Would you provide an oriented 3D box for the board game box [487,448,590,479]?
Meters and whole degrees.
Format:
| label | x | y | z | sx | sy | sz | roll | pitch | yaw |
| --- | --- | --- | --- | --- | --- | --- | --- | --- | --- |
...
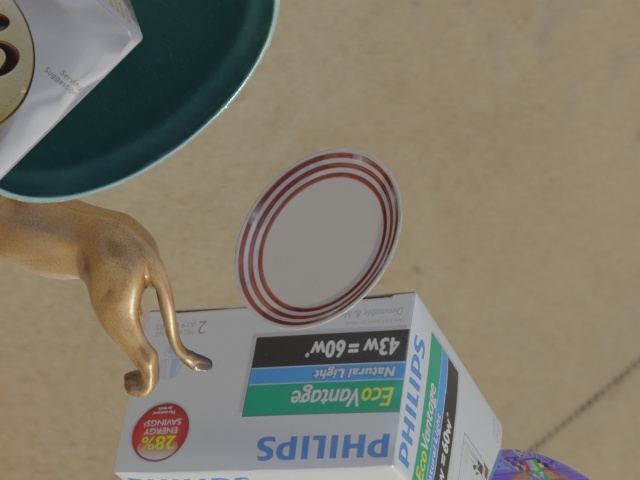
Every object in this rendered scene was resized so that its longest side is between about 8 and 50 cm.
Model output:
| label | x | y | z | sx | sy | sz | roll | pitch | yaw |
| --- | --- | --- | --- | --- | --- | --- | --- | --- | --- |
| board game box | 0.189 | 0.212 | 1.250 | 0.033 | 0.133 | 0.169 | -62 | 176 | 32 |

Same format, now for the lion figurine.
| label | x | y | z | sx | sy | sz | roll | pitch | yaw |
| --- | --- | --- | --- | --- | --- | --- | --- | --- | --- |
| lion figurine | -0.281 | 0.000 | 1.707 | 0.142 | 0.392 | 0.240 | -71 | 178 | -49 |

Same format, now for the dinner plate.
| label | x | y | z | sx | sy | sz | roll | pitch | yaw |
| --- | --- | --- | --- | --- | --- | --- | --- | --- | --- |
| dinner plate | 0.000 | 0.000 | 1.168 | 0.017 | 0.141 | 0.141 | 38 | 71 | -45 |

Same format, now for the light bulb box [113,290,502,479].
| label | x | y | z | sx | sy | sz | roll | pitch | yaw |
| --- | --- | --- | --- | --- | --- | --- | --- | --- | --- |
| light bulb box | -0.002 | 0.251 | 2.000 | 0.361 | 0.357 | 0.225 | 56 | 36 | -51 |

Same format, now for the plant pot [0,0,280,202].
| label | x | y | z | sx | sy | sz | roll | pitch | yaw |
| --- | --- | --- | --- | --- | --- | --- | --- | --- | --- |
| plant pot | -0.208 | -0.203 | 1.366 | 0.293 | 0.196 | 0.293 | -30 | 155 | -16 |

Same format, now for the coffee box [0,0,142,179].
| label | x | y | z | sx | sy | sz | roll | pitch | yaw |
| --- | --- | --- | --- | --- | --- | --- | --- | --- | --- |
| coffee box | -0.265 | -0.169 | 0.909 | 0.168 | 0.119 | 0.297 | -42 | 120 | 10 |
